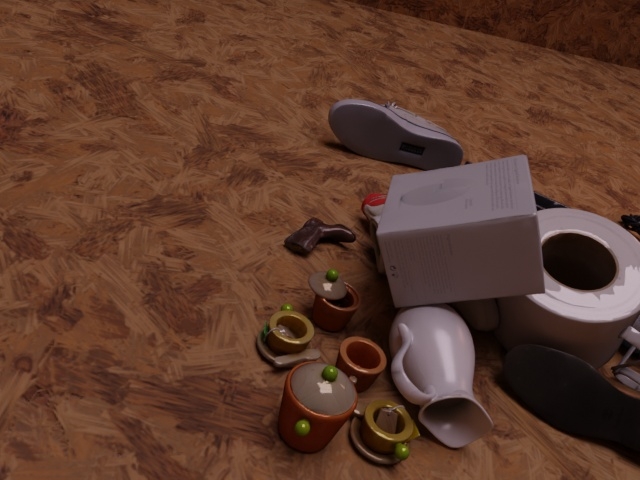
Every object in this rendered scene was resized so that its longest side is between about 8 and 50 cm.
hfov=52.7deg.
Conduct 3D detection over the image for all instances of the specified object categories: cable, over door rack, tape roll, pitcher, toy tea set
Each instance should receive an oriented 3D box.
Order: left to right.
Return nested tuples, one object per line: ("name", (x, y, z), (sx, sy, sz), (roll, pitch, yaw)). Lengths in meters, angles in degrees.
("toy tea set", (0.020, 0.152, 0.918), (0.200, 0.124, 0.336), (5, 36, -23))
("pitcher", (0.154, 0.172, 0.942), (0.178, 0.126, 0.207), (39, 26, -32))
("tape roll", (0.424, 0.086, 1.124), (0.246, 0.169, 0.246), (-1, 49, 1))
("cable", (0.896, -0.028, 1.729), (0.185, 0.047, 0.150), (31, 34, 16))
("over door rack", (0.577, 0.127, 1.024), (0.108, 0.239, 0.324), (36, -5, 29))

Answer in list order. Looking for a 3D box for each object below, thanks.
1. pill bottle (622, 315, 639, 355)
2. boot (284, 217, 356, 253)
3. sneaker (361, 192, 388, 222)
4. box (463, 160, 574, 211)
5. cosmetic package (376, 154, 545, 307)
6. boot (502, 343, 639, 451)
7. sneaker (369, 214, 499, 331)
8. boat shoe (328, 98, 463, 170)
("pill bottle", (0.621, 0.153, 1.250), (0.222, 0.124, 0.124), (37, 36, 21))
("boot", (0.000, 0.000, 1.207), (0.107, 0.037, 0.114), (17, 28, 18))
("sneaker", (0.210, -0.072, 1.372), (0.279, 0.107, 0.118), (0, 29, -33))
("box", (0.451, -0.085, 1.455), (0.294, 0.073, 0.295), (26, 10, 12))
("cosmetic package", (0.223, -0.018, 1.013), (0.225, 0.138, 0.224), (-8, 26, 18))
("boot", (0.439, 0.256, 1.053), (0.306, 0.112, 0.115), (25, 6, 9))
("sneaker", (0.193, 0.060, 1.190), (0.169, 0.108, 0.292), (-16, 56, -15))
("boat shoe", (0.184, -0.289, 1.637), (0.367, 0.135, 0.156), (13, 34, -17))
